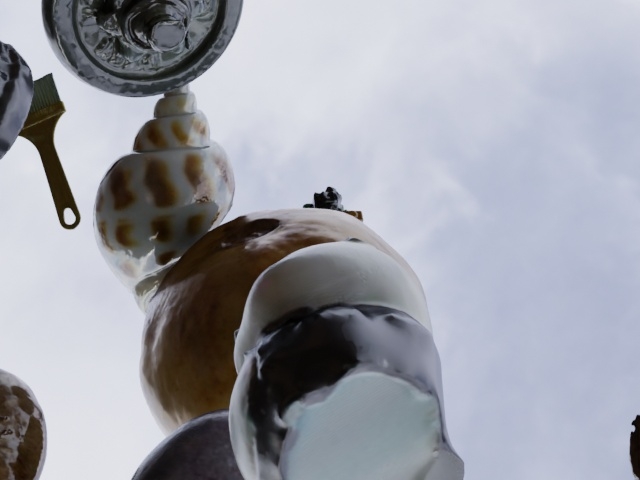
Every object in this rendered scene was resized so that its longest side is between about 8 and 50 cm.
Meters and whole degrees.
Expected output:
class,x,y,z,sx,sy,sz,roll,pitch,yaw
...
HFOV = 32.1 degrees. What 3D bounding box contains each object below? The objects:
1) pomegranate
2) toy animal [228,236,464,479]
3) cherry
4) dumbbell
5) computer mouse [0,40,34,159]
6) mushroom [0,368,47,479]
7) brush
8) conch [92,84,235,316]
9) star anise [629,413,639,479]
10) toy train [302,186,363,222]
class,x,y,z,sx,sy,sz,roll,pitch,yaw
pomegranate,-0.028,0.131,1.201,0.338,0.338,0.338,-25,-135,28
toy animal,0.008,0.090,0.689,0.138,0.166,0.179,-2,-146,-10
cherry,-0.050,0.205,0.825,0.188,0.115,0.148,18,-136,13
dumbbell,-0.204,-0.281,1.024,0.179,0.179,0.406,-43,-135,9
computer mouse,-0.322,-0.058,0.783,0.270,0.086,0.137,-35,-140,14
mushroom,-0.369,0.262,1.115,0.151,0.156,0.285,20,-117,29
brush,-0.348,-0.108,1.426,0.083,0.011,0.205,-22,-99,6
conch,-0.184,-0.051,1.319,0.275,0.149,0.183,-60,-174,10
star anise,0.444,0.339,1.201,0.148,0.237,0.346,-11,-124,1
toy train,0.000,0.000,1.699,0.227,0.091,0.136,106,-20,-52
